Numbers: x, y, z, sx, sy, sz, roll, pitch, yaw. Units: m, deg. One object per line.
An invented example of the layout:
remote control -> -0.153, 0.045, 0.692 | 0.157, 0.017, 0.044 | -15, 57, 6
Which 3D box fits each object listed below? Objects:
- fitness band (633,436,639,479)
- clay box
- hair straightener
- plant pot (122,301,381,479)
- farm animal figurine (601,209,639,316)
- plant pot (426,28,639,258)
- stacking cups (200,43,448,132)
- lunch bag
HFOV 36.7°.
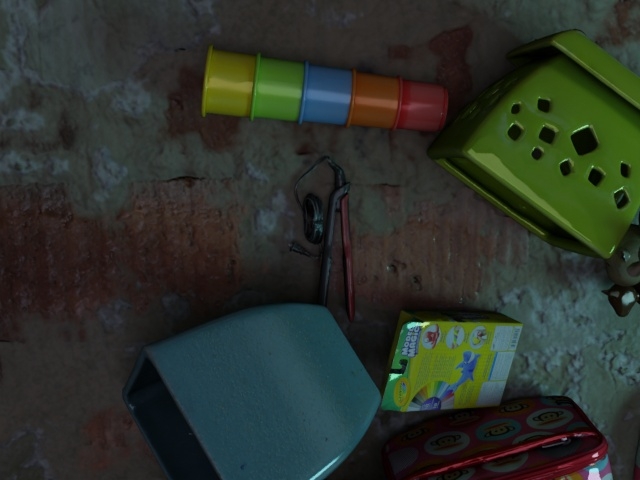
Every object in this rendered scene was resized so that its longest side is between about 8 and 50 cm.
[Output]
fitness band -> 0.566, 0.340, 1.402 | 0.208, 0.054, 0.291 | 3, 103, -3
clay box -> 0.166, 0.160, 1.294 | 0.222, 0.053, 0.128 | 6, 103, -37
hair straightener -> 0.000, 0.000, 1.312 | 0.089, 0.047, 0.231 | -2, 102, -2
plant pot -> -0.074, 0.216, 1.236 | 0.252, 0.247, 0.248 | -27, 78, -27
farm animal figurine -> 0.435, 0.002, 1.188 | 0.172, 0.330, 0.327 | 15, 101, -2
plant pot -> 0.295, -0.129, 1.214 | 0.228, 0.227, 0.207 | 34, 92, -7
stacking cups -> 0.005, -0.182, 1.258 | 0.316, 0.096, 0.096 | 9, 101, -7
lunch bag -> 0.234, 0.318, 1.279 | 0.293, 0.258, 0.120 | -15, 102, 1
